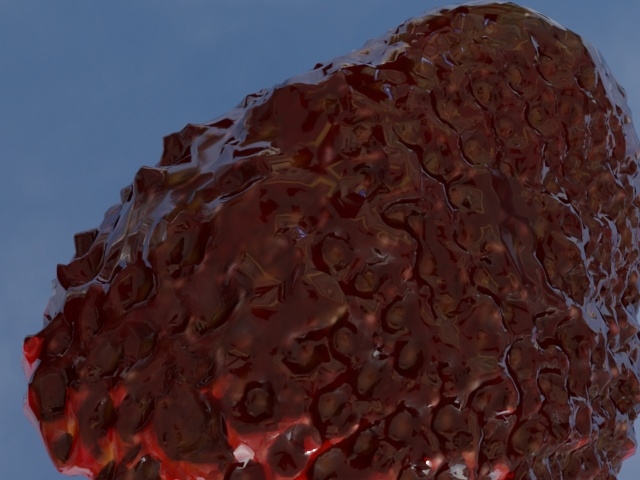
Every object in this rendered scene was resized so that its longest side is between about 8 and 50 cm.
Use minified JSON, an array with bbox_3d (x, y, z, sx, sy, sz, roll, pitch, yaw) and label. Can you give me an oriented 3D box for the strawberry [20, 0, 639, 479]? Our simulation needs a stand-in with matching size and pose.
[{"bbox_3d":[0.024,0.041,0.812,0.261,0.257,0.261,35,-148,-26],"label":"strawberry"}]
